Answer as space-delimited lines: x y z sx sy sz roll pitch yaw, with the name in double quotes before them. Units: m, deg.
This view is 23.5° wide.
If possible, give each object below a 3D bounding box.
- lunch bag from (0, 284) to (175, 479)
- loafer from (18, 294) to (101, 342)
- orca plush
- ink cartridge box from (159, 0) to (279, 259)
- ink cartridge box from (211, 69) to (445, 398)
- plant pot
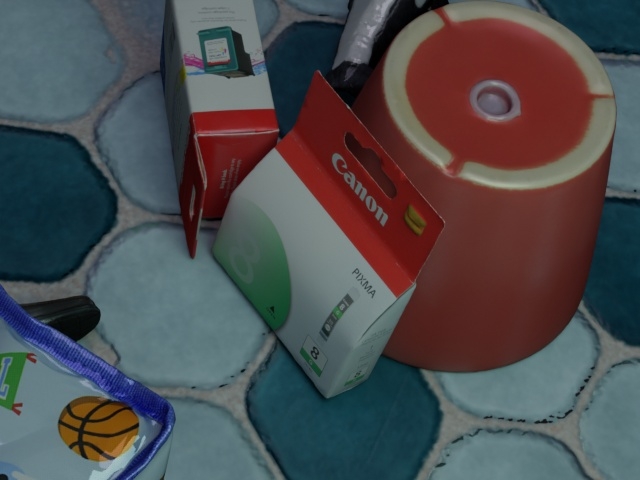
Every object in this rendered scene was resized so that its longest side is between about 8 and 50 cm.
"lunch bag" -0.273 0.270 1.004 0.239 0.328 0.385 32 57 16
"loafer" -0.270 0.071 1.289 0.170 0.062 0.061 -15 56 -19
"orca plush" 0.101 -0.240 1.528 0.102 0.151 0.287 35 49 -24
"ink cartridge box" -0.092 -0.113 1.391 0.078 0.134 0.231 -4 59 -13
"ink cartridge box" 0.000 0.000 1.279 0.056 0.224 0.181 -24 64 -31
"plant pot" 0.127 -0.056 1.327 0.275 0.243 0.275 4 58 -7
